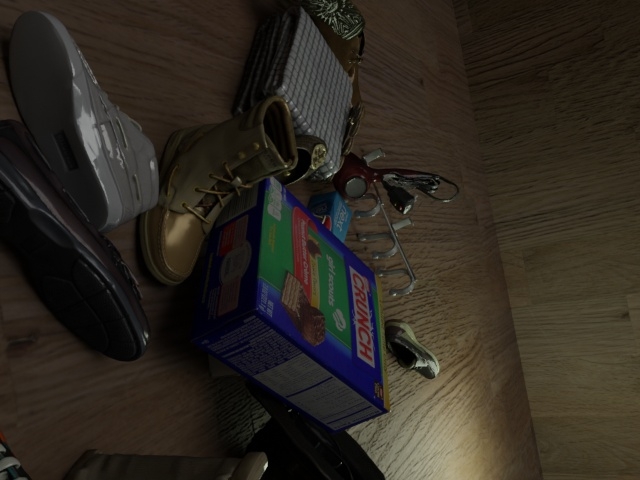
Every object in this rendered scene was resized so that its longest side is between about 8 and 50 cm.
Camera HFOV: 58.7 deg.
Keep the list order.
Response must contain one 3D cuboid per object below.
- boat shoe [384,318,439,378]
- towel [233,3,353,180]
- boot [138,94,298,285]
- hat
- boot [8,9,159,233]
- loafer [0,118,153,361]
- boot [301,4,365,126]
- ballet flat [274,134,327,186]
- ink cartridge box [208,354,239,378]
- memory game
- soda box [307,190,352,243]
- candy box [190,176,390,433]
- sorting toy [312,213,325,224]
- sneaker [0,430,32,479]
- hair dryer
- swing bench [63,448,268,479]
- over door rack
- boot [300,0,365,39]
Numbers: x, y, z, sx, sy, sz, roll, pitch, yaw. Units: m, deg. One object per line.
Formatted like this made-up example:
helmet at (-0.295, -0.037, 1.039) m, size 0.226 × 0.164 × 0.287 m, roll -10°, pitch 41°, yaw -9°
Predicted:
boat shoe at (0.221, 0.285, 1.412) m, size 0.223 × 0.080 × 0.073 m, roll 52°, pitch 45°, yaw -30°
towel at (-0.043, -0.280, 1.113) m, size 0.235 × 0.121 × 0.283 m, roll 49°, pitch 40°, yaw -43°
boot at (-0.136, -0.073, 0.788) m, size 0.095 × 0.203 × 0.262 m, roll 43°, pitch 44°, yaw -44°
hat at (-0.018, 0.356, 0.866) m, size 0.134 × 0.331 × 0.331 m, roll -51°, pitch 135°, yaw -6°
boot at (-0.280, -0.144, 0.702) m, size 0.123 × 0.095 × 0.258 m, roll -44°, pitch 125°, yaw -65°
loafer at (-0.275, 0.002, 0.633) m, size 0.302 × 0.109 × 0.095 m, roll 59°, pitch 31°, yaw -25°
boot at (0.058, -0.417, 1.333) m, size 0.305 × 0.115 × 0.112 m, roll 68°, pitch 30°, yaw -20°
ballet flat at (-0.078, -0.116, 0.953) m, size 0.250 × 0.058 × 0.084 m, roll -23°, pitch 124°, yaw -34°
ink cartridge box at (-0.106, 0.155, 0.904) m, size 0.150 × 0.063 × 0.109 m, roll 11°, pitch 70°, yaw -59°
memory game at (0.044, -0.202, 1.192) m, size 0.012 × 0.186 × 0.186 m, roll 23°, pitch 53°, yaw -14°
soda box at (0.000, 0.000, 1.136) m, size 0.071 × 0.067 × 0.210 m, roll 55°, pitch 37°, yaw -36°
candy box at (-0.028, 0.099, 0.866) m, size 0.317 × 0.122 × 0.268 m, roll 45°, pitch 31°, yaw -36°
sorting toy at (-0.042, -0.020, 1.082) m, size 0.045 × 0.083 × 0.075 m, roll 107°, pitch 0°, yaw -62°
sneaker at (-0.298, 0.221, 0.496) m, size 0.108 × 0.121 × 0.302 m, roll -27°, pitch 104°, yaw -59°
hair dryer at (0.127, -0.128, 1.228) m, size 0.223 × 0.293 × 0.080 m, roll -15°, pitch 129°, yaw -49°
swing bench at (-0.133, 0.356, 0.600) m, size 0.254 × 0.253 × 0.165 m, roll 59°, pitch 35°, yaw -30°
over door rack at (0.144, -0.045, 1.379) m, size 0.324 × 0.108 × 0.239 m, roll -78°, pitch 146°, yaw -58°
boot at (-0.029, -0.558, 1.167) m, size 0.269 × 0.089 × 0.236 m, roll 63°, pitch 14°, yaw 25°
